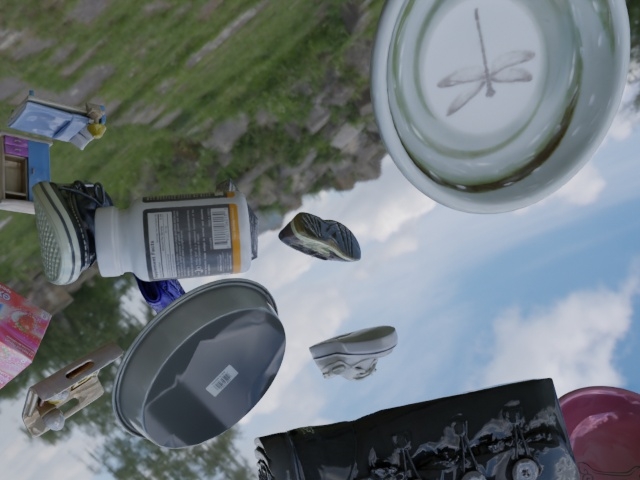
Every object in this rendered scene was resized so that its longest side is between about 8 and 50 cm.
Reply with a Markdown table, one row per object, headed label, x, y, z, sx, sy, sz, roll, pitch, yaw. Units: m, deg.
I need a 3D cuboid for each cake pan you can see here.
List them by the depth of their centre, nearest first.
| label | x | y | z | sx | sy | sz | roll | pitch | yaw |
| --- | --- | --- | --- | --- | --- | --- | --- | --- | --- |
| cake pan | -0.165 | 0.193 | 1.075 | 0.293 | 0.054 | 0.293 | -29 | 138 | -30 |

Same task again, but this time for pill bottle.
| label | x | y | z | sx | sy | sz | roll | pitch | yaw |
| --- | --- | --- | --- | --- | --- | --- | --- | --- | --- |
| pill bottle | -0.276 | -0.007 | 1.372 | 0.279 | 0.162 | 0.162 | -4 | -177 | -9 |

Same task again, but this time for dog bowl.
| label | x | y | z | sx | sy | sz | roll | pitch | yaw |
| --- | --- | --- | --- | --- | --- | --- | --- | --- | --- |
| dog bowl | 0.601 | 0.471 | 1.460 | 0.408 | 0.408 | 0.150 | -52 | 155 | -47 |

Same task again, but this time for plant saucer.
| label | x | y | z | sx | sy | sz | roll | pitch | yaw |
| --- | --- | --- | --- | --- | --- | --- | --- | --- | --- |
| plant saucer | 0.235 | -0.240 | 0.995 | 0.400 | 0.400 | 0.100 | -43 | -153 | -4 |

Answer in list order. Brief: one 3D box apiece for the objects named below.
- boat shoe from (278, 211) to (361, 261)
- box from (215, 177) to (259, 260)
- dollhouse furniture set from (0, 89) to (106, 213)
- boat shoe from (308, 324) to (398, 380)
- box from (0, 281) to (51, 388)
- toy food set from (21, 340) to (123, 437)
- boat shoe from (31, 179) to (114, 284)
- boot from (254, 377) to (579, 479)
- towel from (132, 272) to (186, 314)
| label | x | y | z | sx | sy | sz | roll | pitch | yaw |
| --- | --- | --- | --- | --- | --- | --- | --- | --- | --- |
| boat shoe | 0.000 | 0.001 | 1.486 | 0.073 | 0.080 | 0.223 | -25 | 152 | 30 |
| box | -0.258 | -0.061 | 2.218 | 0.056 | 0.183 | 0.231 | -26 | -150 | 11 |
| dollhouse furniture set | -0.699 | -0.217 | 1.724 | 0.303 | 0.198 | 0.286 | -24 | 157 | 40 |
| boat shoe | 0.064 | 0.218 | 1.336 | 0.096 | 0.088 | 0.267 | -19 | 177 | -34 |
| box | -0.747 | 0.161 | 1.513 | 0.142 | 0.300 | 0.154 | -37 | -152 | 23 |
| toy food set | -0.615 | 0.381 | 1.806 | 0.220 | 0.092 | 0.306 | -32 | 169 | -38 |
| boat shoe | -0.485 | -0.037 | 1.440 | 0.156 | 0.186 | 0.500 | -7 | -168 | -18 |
| boot | 0.154 | 0.406 | 1.030 | 0.445 | 0.367 | 0.146 | -8 | -175 | -18 |
| towel | -0.361 | 0.090 | 1.640 | 0.076 | 0.227 | 0.308 | -29 | 157 | -8 |
